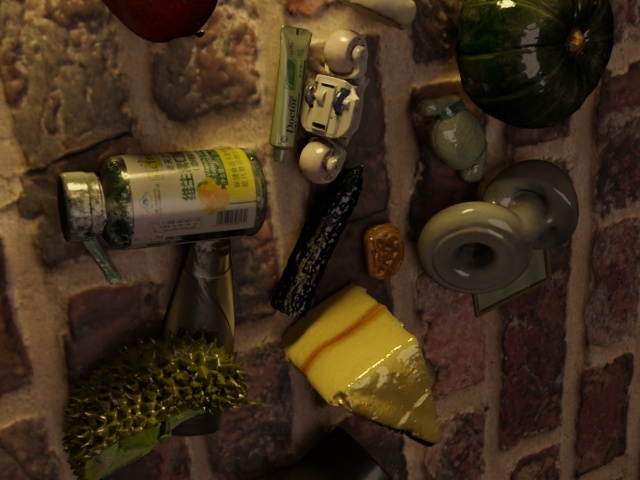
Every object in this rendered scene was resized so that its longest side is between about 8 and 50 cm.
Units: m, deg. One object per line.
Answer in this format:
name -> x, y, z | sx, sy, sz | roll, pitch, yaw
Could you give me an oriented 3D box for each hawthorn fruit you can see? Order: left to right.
hawthorn fruit -> -0.213, -0.347, 1.069 | 0.157, 0.157, 0.194 | -45, 140, -6

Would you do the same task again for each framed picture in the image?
framed picture -> 0.397, 0.064, 1.612 | 0.201, 0.010, 0.136 | -23, 118, -17

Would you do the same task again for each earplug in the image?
earplug -> 0.337, -0.027, 1.466 | 0.325, 0.175, 0.214 | -33, 125, -2

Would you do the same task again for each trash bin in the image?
trash bin -> -0.022, 0.531, 1.453 | 0.334, 0.214, 0.214 | -42, 122, -11

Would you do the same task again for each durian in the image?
durian -> -0.278, 0.265, 1.242 | 0.355, 0.157, 0.169 | -27, 138, 10

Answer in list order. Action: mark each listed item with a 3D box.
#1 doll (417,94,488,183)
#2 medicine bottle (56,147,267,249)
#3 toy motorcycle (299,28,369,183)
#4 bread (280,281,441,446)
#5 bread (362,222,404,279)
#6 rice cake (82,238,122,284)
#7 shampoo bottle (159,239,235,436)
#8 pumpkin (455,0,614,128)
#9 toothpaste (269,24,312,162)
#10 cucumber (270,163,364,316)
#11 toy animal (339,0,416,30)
doll -> 0.249, -0.187, 1.403 | 0.103, 0.071, 0.214 | -47, 126, -3
medicine bottle -> -0.237, -0.061, 1.159 | 0.293, 0.141, 0.141 | -7, 112, -25
toy motorcycle -> 0.029, -0.217, 1.275 | 0.112, 0.112, 0.254 | 6, 104, -29
bread -> 0.075, 0.254, 1.371 | 0.198, 0.263, 0.236 | -31, 121, -11
bread -> 0.117, 0.020, 1.431 | 0.083, 0.044, 0.110 | -17, 117, -25
rice cake -> -0.348, 0.018, 1.202 | 0.022, 0.021, 0.121 | -38, 121, -22
shampoo bottle -> -0.204, 0.154, 1.292 | 0.126, 0.084, 0.350 | 4, 106, -22
pumpkin -> 0.365, -0.340, 1.333 | 0.300, 0.207, 0.300 | -6, 100, -34
toothpaste -> -0.052, -0.234, 1.252 | 0.064, 0.041, 0.218 | -3, 108, -40
cucumber -> -0.002, -0.001, 1.347 | 0.072, 0.072, 0.300 | 20, 99, -32
toy animal -> 0.103, -0.438, 1.203 | 0.178, 0.127, 0.193 | 9, 107, -28
